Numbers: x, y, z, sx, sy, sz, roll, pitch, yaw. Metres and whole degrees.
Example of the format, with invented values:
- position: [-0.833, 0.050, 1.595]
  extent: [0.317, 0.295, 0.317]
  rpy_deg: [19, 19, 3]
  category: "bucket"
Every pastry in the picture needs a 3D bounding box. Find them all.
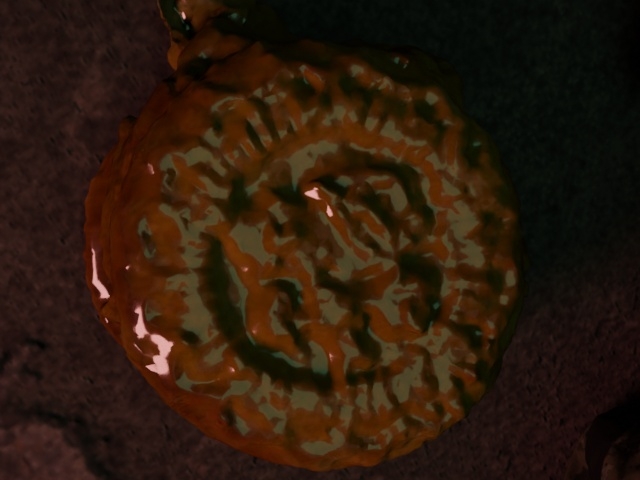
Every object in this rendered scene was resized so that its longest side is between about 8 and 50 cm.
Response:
- position: [0.000, 0.000, 0.523]
  extent: [0.240, 0.132, 0.235]
  rpy_deg: [17, 96, -20]
  category: "pastry"

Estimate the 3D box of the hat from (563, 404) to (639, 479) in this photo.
- position: [0.230, 0.181, 0.631]
  extent: [0.265, 0.128, 0.266]
  rpy_deg: [-7, 101, -38]
  category: "hat"
